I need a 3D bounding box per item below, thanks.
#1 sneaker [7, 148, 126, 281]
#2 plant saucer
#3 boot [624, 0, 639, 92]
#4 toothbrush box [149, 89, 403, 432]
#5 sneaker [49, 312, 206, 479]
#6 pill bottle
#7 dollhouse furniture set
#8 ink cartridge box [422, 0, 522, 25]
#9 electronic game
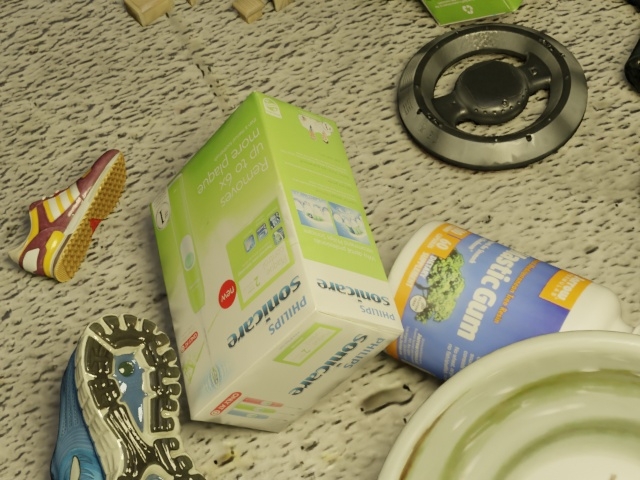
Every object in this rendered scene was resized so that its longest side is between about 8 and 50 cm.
[{"bbox_3d":[-0.300,-0.042,1.354,0.084,0.069,0.185,18,59,13],"label":"sneaker"},{"bbox_3d":[0.240,0.282,0.994,0.401,0.100,0.400,-4,75,16],"label":"plant saucer"},{"bbox_3d":[0.410,-0.278,1.395,0.247,0.094,0.207,23,58,15],"label":"boot"},{"bbox_3d":[-0.056,0.023,1.181,0.206,0.122,0.283,-42,49,33],"label":"toothbrush box"},{"bbox_3d":[-0.187,0.246,1.119,0.130,0.147,0.329,1,67,-31],"label":"sneaker"},{"bbox_3d":[0.205,0.094,1.137,0.272,0.152,0.152,23,62,22],"label":"pill bottle"},{"bbox_3d":[-0.154,-0.348,1.522,0.182,0.101,0.161,-37,59,-16],"label":"dollhouse furniture set"},{"bbox_3d":[0.176,-0.378,1.510,0.255,0.097,0.188,-2,47,50],"label":"ink cartridge box"},{"bbox_3d":[0.208,-0.179,1.386,0.229,0.048,0.229,-4,56,5],"label":"electronic game"}]
